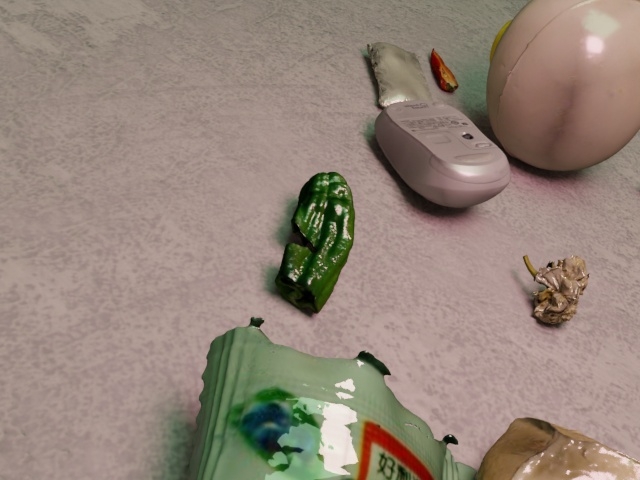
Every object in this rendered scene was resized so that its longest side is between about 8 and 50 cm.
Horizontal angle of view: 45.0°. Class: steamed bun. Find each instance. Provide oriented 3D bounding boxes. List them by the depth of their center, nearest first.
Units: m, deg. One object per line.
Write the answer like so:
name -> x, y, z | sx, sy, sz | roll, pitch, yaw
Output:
steamed bun -> 0.267, 0.275, 0.916 | 0.231, 0.110, 0.212 | -11, 14, -12
steamed bun -> 0.494, -0.315, 1.521 | 0.334, 0.374, 0.334 | 5, 46, -5

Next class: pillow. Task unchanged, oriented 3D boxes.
pillow -> 0.169, -0.346, 1.640 | 0.128, 0.051, 0.229 | 8, 45, -16

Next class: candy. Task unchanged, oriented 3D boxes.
candy -> 0.040, 0.281, 0.844 | 0.398, 0.172, 0.262 | 34, 47, -21

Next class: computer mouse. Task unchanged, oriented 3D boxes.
computer mouse -> 0.219, -0.150, 1.404 | 0.184, 0.121, 0.297 | -14, 37, -24

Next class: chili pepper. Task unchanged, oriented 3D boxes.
chili pepper -> -0.001, -0.001, 1.159 | 0.099, 0.083, 0.253 | 19, 45, -6
chili pepper -> 0.274, -0.387, 1.756 | 0.045, 0.027, 0.178 | 10, 43, -25

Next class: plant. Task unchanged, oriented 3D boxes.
plant -> 0.375, 0.068, 1.262 | 0.122, 0.104, 0.116 | 33, 51, 19
